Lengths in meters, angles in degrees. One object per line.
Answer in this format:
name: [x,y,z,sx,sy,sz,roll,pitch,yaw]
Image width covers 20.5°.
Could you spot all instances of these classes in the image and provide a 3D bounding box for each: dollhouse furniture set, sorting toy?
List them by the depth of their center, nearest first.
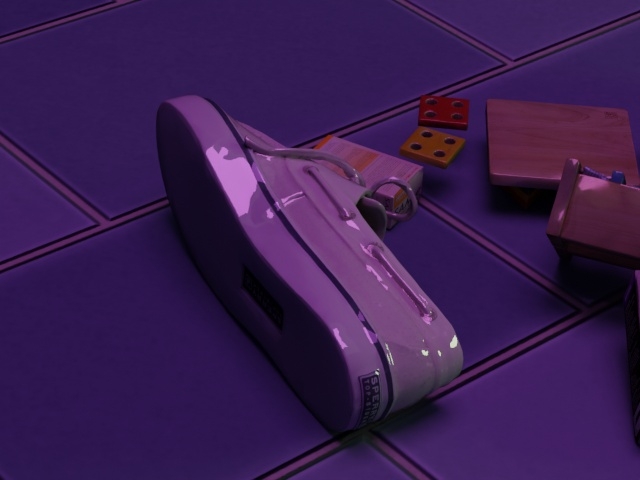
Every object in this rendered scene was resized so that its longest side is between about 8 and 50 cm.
dollhouse furniture set: [0.278,-0.067,1.461,0.129,0.184,0.129,15,-6,14]
sorting toy: [0.207,-0.073,1.612,0.274,0.046,0.132,5,35,0]

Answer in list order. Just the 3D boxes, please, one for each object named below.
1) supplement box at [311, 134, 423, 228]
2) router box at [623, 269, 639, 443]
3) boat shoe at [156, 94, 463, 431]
supplement box: [0.034,-0.053,1.572,0.098,0.036,0.062,21,38,22]
router box: [0.327,0.092,1.351,0.179,0.046,0.133,3,56,-2]
boat shoe: [0.002,-0.006,1.418,0.156,0.136,0.367,-15,42,-25]
